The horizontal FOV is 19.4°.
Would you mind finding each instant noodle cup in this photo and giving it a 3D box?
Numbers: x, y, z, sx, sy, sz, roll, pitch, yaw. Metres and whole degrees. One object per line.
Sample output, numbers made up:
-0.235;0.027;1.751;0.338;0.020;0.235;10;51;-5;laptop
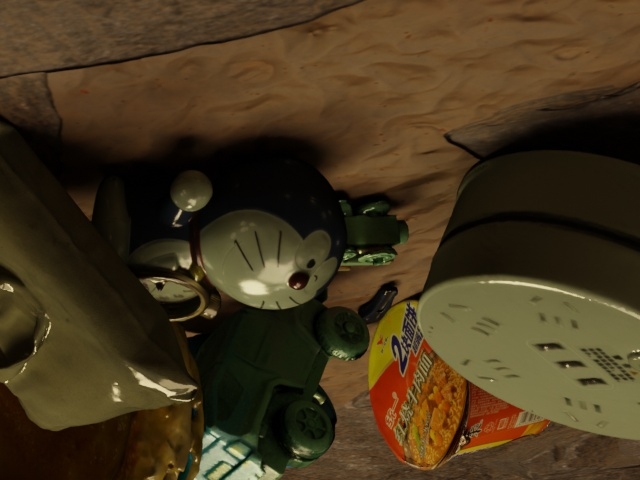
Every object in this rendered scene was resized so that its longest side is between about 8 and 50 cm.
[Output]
0.187;0.173;2.326;0.174;0.213;0.213;-3;162;-32;instant noodle cup

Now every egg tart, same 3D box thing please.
-0.275;0.199;2.004;0.388;0.387;0.169;-15;167;24;egg tart

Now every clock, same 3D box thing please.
-0.096;-0.006;1.815;0.243;0.146;0.199;-3;144;7;clock

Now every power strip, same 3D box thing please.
0.267;0.063;1.907;0.357;0.161;0.357;18;156;9;power strip

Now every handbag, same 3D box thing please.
-0.268;0.047;1.769;0.253;0.316;0.109;-29;-166;51;handbag

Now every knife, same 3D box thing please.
0.071;0.076;2.274;0.031;0.018;0.121;-3;158;-13;knife

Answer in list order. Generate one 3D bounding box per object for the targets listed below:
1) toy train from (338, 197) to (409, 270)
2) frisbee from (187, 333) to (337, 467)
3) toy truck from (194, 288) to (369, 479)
0.000;0.000;1.966;0.176;0.074;0.118;-1;165;-27;toy train
-0.089;0.183;2.262;0.242;0.242;0.045;5;125;-28;frisbee
-0.063;0.168;2.120;0.156;0.279;0.155;34;136;-13;toy truck
